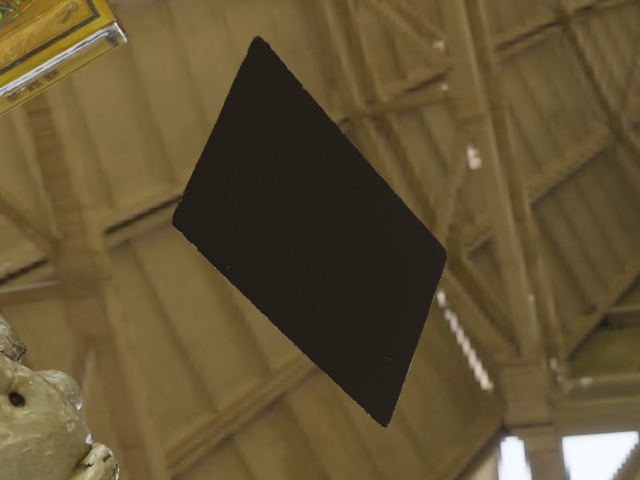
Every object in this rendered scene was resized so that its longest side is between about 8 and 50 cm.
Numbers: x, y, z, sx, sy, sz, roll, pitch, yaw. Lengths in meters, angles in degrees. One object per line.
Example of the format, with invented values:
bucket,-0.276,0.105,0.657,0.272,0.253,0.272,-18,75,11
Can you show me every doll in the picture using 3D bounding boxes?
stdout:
doll,-0.268,0.106,1.116,0.278,0.175,0.149,45,151,53

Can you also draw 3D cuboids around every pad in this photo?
pad,0.001,0.000,1.053,0.265,0.009,0.159,46,-127,-38

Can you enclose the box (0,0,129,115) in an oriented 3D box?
box,-0.333,-0.267,1.367,0.301,0.193,0.084,59,-179,7
